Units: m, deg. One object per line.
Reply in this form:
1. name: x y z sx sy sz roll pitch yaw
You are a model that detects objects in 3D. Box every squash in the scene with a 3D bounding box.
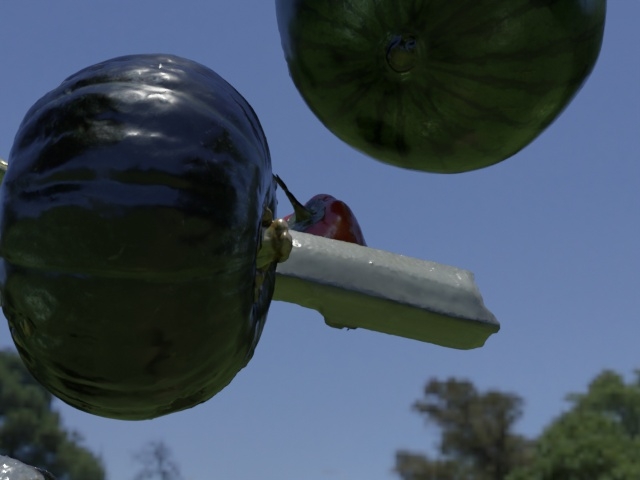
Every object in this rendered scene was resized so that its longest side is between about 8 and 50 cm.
1. squash: -0.090 -0.001 0.752 0.156 0.193 0.193 9 -14 25

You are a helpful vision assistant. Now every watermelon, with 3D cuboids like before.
1. watermelon: 0.115 -0.192 1.400 0.330 0.189 0.331 5 -52 6

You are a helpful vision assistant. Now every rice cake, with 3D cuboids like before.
1. rice cake: -0.003 0.026 1.015 0.256 0.052 0.057 13 22 -12

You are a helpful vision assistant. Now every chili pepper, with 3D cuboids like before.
1. chili pepper: 0.000 0.000 1.445 0.086 0.084 0.192 5 -42 54

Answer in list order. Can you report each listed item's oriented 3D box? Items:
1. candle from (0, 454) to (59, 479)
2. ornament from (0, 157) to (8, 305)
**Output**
1. candle: -0.275 0.216 1.059 0.168 0.068 0.192 36 -60 -2
2. ornament: -0.375 0.014 1.662 0.180 0.201 0.059 27 5 -6
